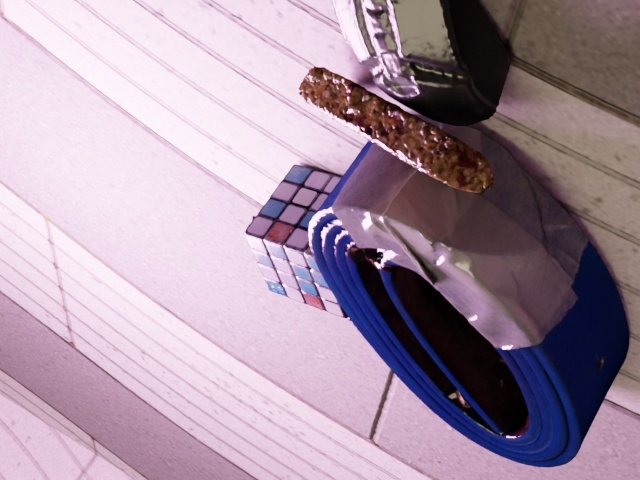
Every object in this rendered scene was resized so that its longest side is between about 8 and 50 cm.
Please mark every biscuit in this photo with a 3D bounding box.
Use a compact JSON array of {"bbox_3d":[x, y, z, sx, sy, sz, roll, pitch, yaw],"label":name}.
[{"bbox_3d":[0.053,-0.086,0.950,0.064,0.034,0.199,22,-171,-39],"label":"biscuit"}]

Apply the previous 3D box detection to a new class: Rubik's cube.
[{"bbox_3d":[0.000,0.000,1.168,0.092,0.092,0.092,18,148,30],"label":"Rubik's cube"}]

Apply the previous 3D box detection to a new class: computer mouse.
[{"bbox_3d":[0.064,-0.146,0.898,0.105,0.062,0.192,9,145,44],"label":"computer mouse"}]

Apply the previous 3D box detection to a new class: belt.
[{"bbox_3d":[0.134,0.055,1.078,0.212,0.117,0.347,7,142,46],"label":"belt"}]
